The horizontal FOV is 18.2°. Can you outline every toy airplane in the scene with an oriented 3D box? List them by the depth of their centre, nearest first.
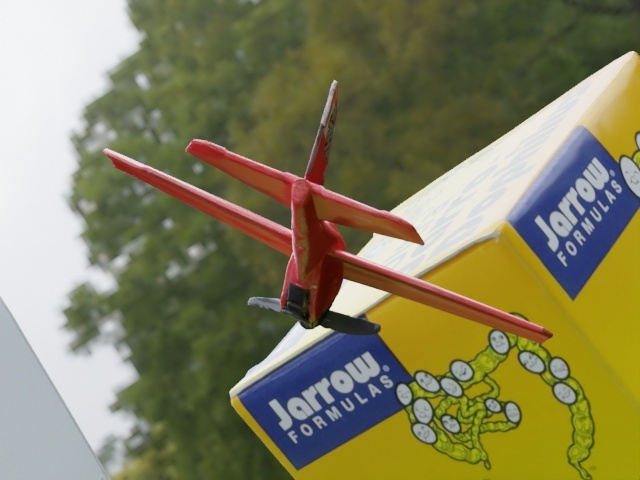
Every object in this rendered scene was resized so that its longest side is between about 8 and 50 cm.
[{"bbox_3d":[0.000,0.000,0.582,0.028,0.151,0.151,-65,9,-21],"label":"toy airplane"}]

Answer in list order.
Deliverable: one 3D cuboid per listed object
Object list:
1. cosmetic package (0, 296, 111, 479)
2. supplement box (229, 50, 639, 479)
[{"bbox_3d":[-0.182,0.108,0.816,0.097,0.284,0.377,-33,-1,-23],"label":"cosmetic package"},{"bbox_3d":[0.165,0.124,0.986,0.195,0.356,0.194,-35,9,39],"label":"supplement box"}]
